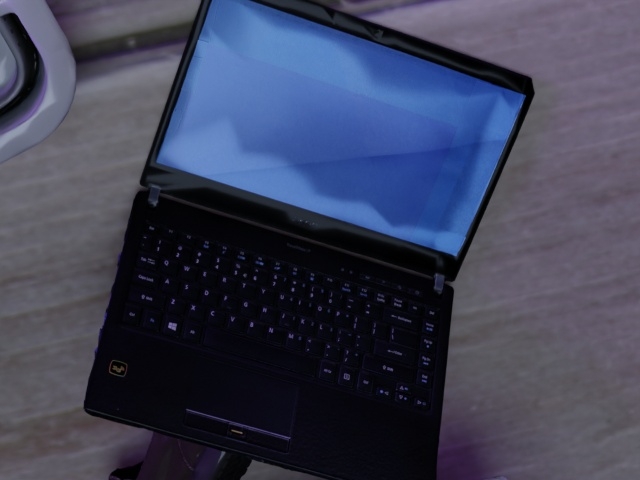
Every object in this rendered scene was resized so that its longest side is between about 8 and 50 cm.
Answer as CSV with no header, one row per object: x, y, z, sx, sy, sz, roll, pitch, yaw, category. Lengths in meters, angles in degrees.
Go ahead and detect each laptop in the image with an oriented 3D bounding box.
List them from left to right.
0.000,0.000,0.940,0.234,0.264,0.136,17,146,-11,laptop

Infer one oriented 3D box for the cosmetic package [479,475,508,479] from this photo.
-0.015,0.334,1.027,0.385,0.156,0.217,-18,140,3,cosmetic package

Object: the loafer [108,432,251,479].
-0.116,0.191,1.049,0.078,0.080,0.220,35,109,17,loafer

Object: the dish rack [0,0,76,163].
-0.343,-0.126,0.862,0.333,0.072,0.285,-29,121,-2,dish rack
